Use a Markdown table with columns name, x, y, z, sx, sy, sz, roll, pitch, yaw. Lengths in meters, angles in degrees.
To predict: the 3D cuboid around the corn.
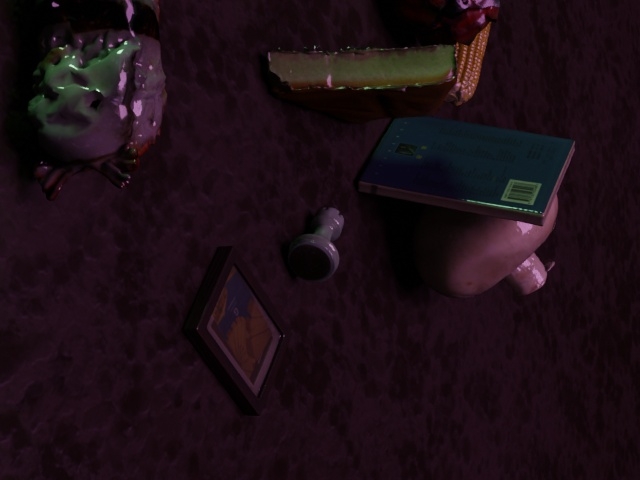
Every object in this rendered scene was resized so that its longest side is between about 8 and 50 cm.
| name | x | y | z | sx | sy | sz | roll | pitch | yaw |
| --- | --- | --- | --- | --- | --- | --- | --- | --- | --- |
| corn | 0.227 | -0.323 | 2.226 | 0.081 | 0.081 | 0.248 | 52 | 43 | -45 |

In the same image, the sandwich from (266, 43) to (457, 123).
| name | x | y | z | sx | sy | sz | roll | pitch | yaw |
| --- | --- | --- | --- | --- | --- | --- | --- | --- | --- |
| sandwich | 0.045 | -0.198 | 1.854 | 0.212 | 0.244 | 0.063 | 117 | -29 | -78 |

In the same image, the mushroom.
| name | x | y | z | sx | sy | sz | roll | pitch | yaw |
| --- | --- | --- | --- | --- | --- | --- | --- | --- | --- |
| mushroom | 0.257 | -0.008 | 2.063 | 0.202 | 0.246 | 0.246 | 47 | 37 | -2 |

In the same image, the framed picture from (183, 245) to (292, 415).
| name | x | y | z | sx | sy | sz | roll | pitch | yaw |
| --- | --- | --- | --- | --- | --- | --- | --- | --- | --- |
| framed picture | -0.095 | 0.108 | 1.654 | 0.168 | 0.023 | 0.128 | 59 | 39 | -39 |

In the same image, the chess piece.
| name | x | y | z | sx | sy | sz | roll | pitch | yaw |
| --- | --- | --- | --- | --- | --- | --- | --- | --- | --- |
| chess piece | 0.000 | 0.000 | 1.804 | 0.103 | 0.067 | 0.067 | -67 | 142 | -52 |

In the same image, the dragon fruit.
| name | x | y | z | sx | sy | sz | roll | pitch | yaw |
| --- | --- | --- | --- | --- | --- | --- | --- | --- | --- |
| dragon fruit | 0.186 | -0.370 | 2.072 | 0.188 | 0.182 | 0.182 | 18 | 70 | -40 |

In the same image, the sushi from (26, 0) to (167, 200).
| name | x | y | z | sx | sy | sz | roll | pitch | yaw |
| --- | --- | --- | --- | --- | --- | --- | --- | --- | --- |
| sushi | -0.221 | -0.205 | 1.365 | 0.130 | 0.124 | 0.332 | 5 | 81 | -71 |

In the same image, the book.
| name | x | y | z | sx | sy | sz | roll | pitch | yaw |
| --- | --- | --- | --- | --- | --- | --- | --- | --- | --- |
| book | 0.209 | -0.107 | 1.982 | 0.191 | 0.269 | 0.025 | -59 | 153 | -47 |
